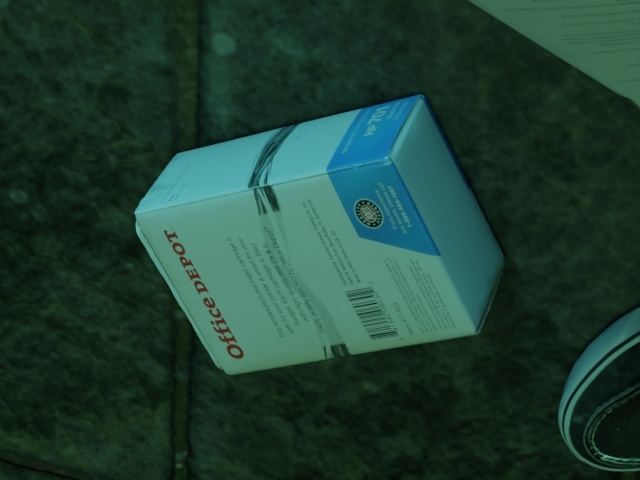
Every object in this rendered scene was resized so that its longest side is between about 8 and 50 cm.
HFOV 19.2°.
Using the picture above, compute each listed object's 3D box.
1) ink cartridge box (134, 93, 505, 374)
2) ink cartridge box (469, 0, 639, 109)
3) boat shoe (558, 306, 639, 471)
[{"bbox_3d":[0.000,0.000,1.207,0.191,0.082,0.139,-10,122,31],"label":"ink cartridge box"},{"bbox_3d":[0.236,-0.129,0.919,0.304,0.072,0.307,-2,167,39],"label":"ink cartridge box"},{"bbox_3d":[0.267,0.092,1.154,0.306,0.105,0.113,-22,116,35],"label":"boat shoe"}]
